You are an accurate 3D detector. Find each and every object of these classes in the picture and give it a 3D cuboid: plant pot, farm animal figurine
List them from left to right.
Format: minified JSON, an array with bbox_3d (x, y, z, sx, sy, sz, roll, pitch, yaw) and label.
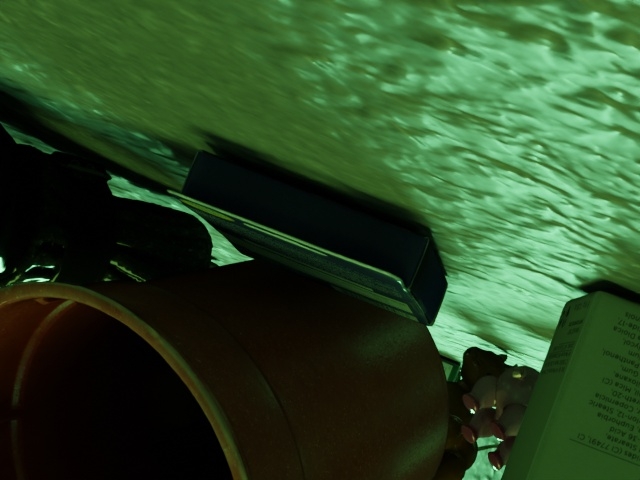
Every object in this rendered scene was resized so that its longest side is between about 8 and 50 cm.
[{"bbox_3d":[-0.066,0.130,1.103,0.272,0.272,0.265,19,-158,32],"label":"plant pot"},{"bbox_3d":[0.216,0.207,1.322,0.330,0.172,0.326,10,125,63],"label":"farm animal figurine"}]

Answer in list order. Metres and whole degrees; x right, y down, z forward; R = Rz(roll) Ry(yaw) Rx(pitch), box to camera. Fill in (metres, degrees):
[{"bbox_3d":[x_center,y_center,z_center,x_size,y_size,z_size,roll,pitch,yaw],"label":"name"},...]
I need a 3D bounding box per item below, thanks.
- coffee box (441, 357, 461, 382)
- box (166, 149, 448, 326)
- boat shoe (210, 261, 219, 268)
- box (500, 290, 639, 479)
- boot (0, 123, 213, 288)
[{"bbox_3d":[0.055,0.117,1.770,0.184,0.040,0.113,21,173,9],"label":"coffee box"},{"bbox_3d":[0.000,0.000,0.973,0.136,0.036,0.225,21,176,10],"label":"box"},{"bbox_3d":[-0.174,0.035,1.731,0.068,0.072,0.190,28,172,-39],"label":"boat shoe"},{"bbox_3d":[0.134,0.171,0.854,0.113,0.275,0.094,22,174,-1],"label":"box"},{"bbox_3d":[-0.190,-0.002,1.166,0.260,0.131,0.348,32,-179,-20],"label":"boot"}]
